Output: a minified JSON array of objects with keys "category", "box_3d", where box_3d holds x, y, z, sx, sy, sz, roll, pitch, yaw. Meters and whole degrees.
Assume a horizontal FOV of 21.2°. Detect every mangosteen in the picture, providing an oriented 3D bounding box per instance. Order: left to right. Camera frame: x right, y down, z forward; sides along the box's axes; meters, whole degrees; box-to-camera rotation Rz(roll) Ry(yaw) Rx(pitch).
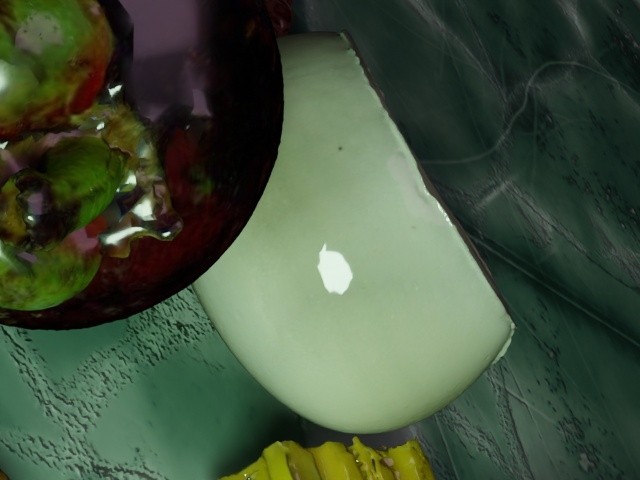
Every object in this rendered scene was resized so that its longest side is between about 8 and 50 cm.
[{"category":"mangosteen","box_3d":[-0.161,-0.087,1.071,0.306,0.306,0.359,44,-10,-22]}]

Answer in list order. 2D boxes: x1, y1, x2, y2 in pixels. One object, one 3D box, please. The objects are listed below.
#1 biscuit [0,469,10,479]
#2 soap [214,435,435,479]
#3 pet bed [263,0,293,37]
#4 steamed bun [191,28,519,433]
[{"category":"biscuit","box_3d":[-0.237,0.198,0.992,0.212,0.036,0.212,36,37,-33]},{"category":"soap","box_3d":[0.043,0.306,1.246,0.204,0.096,0.324,13,51,-52]},{"category":"pet bed","box_3d":[-0.098,-0.265,1.632,0.201,0.053,0.201,42,33,-36]},{"category":"steamed bun","box_3d":[0.000,0.000,1.334,0.324,0.206,0.324,58,5,-9]}]
